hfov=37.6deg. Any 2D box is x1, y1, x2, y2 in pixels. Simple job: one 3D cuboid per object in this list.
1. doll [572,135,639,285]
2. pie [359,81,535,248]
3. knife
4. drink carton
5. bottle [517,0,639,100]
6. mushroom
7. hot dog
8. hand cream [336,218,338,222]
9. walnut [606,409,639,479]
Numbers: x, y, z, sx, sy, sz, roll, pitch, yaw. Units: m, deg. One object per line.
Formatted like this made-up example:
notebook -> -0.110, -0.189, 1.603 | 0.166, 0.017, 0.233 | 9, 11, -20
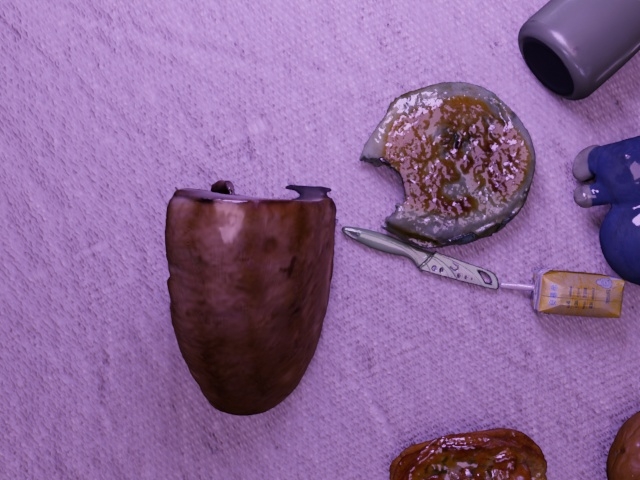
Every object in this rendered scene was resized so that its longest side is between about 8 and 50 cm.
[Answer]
doll -> 0.555, -0.053, 1.596 | 0.228, 0.154, 0.258 | -14, 97, -5
pie -> 0.222, -0.130, 1.616 | 0.302, 0.067, 0.302 | 0, 89, -2
knife -> 0.174, 0.031, 1.639 | 0.293, 0.020, 0.043 | 18, 88, -2
drink carton -> 0.414, 0.088, 1.618 | 0.200, 0.074, 0.084 | 4, 98, -2
bottle -> 0.505, -0.400, 1.576 | 0.347, 0.168, 0.168 | -41, 91, -4
mushroom -> -0.116, 0.110, 1.500 | 0.224, 0.313, 0.397 | 6, 96, 11
hot dog -> 0.256, 0.417, 1.593 | 0.272, 0.122, 0.196 | -8, 89, 0
hand cream -> 0.000, 0.000, 1.635 | 0.030, 0.019, 0.093 | 24, 87, -3
walnut -> 0.576, 0.368, 1.581 | 0.167, 0.167, 0.207 | 36, 91, -1
